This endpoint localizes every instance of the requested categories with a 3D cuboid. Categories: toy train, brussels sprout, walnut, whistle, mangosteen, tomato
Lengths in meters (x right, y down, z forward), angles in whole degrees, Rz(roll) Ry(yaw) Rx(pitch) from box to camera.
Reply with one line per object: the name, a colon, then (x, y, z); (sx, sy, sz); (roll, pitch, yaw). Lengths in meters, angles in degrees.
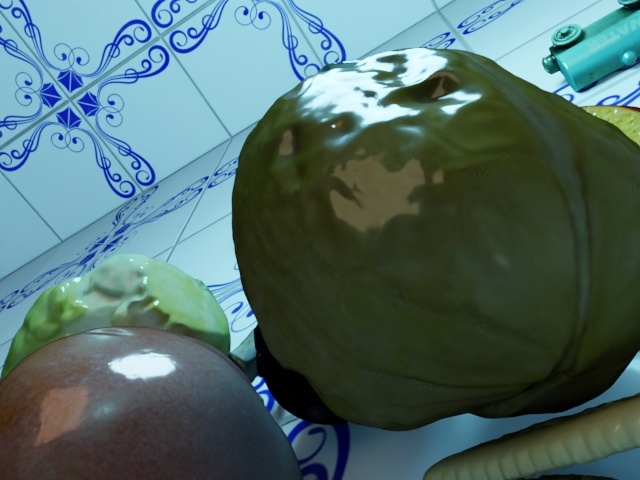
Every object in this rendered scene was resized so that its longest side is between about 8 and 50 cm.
toy train: (0.541, -0.368, 1.184); (0.248, 0.101, 0.159); (-28, 38, 19)
brussels sprout: (-0.275, 0.186, 0.920); (0.344, 0.268, 0.344); (-34, -20, -15)
walnut: (0.101, -0.012, 0.584); (0.398, 0.353, 0.308); (48, 127, 51)
whistle: (-0.002, 0.073, 0.933); (0.326, 0.057, 0.068); (-43, 22, -19)
mangosteen: (0.034, 0.122, 0.786); (0.230, 0.194, 0.194); (-9, 23, -2)
tomato: (-0.169, 0.230, 0.646); (0.272, 0.342, 0.341); (-23, 20, -8)

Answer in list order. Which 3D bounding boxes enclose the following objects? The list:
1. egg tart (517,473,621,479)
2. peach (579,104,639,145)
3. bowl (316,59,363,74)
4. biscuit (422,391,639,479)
egg tart: (0.133, 0.267, 0.415); (0.288, 0.118, 0.288); (-30, 26, 16)
peach: (0.318, -0.069, 0.728); (0.190, 0.192, 0.190); (-57, 14, 23)
bowl: (0.133, -0.124, 1.010); (0.353, 0.353, 0.185); (13, 86, 62)
biscuit: (0.204, 0.139, 0.477); (0.160, 0.030, 0.249); (-3, -25, -38)
